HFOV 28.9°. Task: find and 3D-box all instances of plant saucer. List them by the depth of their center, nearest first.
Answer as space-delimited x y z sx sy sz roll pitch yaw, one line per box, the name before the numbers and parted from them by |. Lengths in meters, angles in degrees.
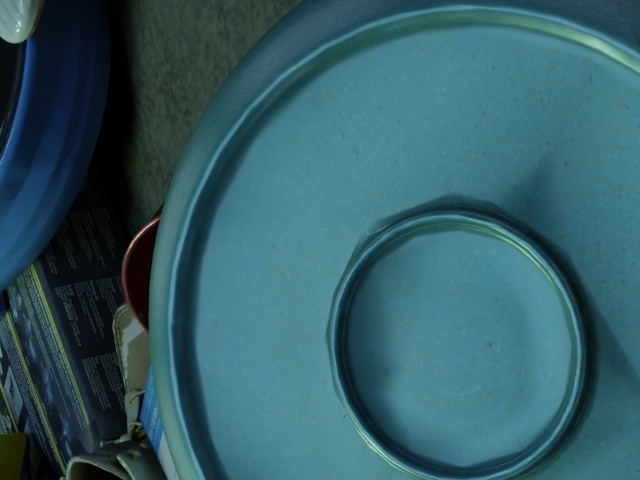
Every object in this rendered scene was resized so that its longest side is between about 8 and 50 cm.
plant saucer | 0.056 0.038 0.465 0.317 0.043 0.318 1 92 29

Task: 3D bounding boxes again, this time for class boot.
boot | -0.124 0.136 0.873 0.077 0.165 0.213 -26 79 22

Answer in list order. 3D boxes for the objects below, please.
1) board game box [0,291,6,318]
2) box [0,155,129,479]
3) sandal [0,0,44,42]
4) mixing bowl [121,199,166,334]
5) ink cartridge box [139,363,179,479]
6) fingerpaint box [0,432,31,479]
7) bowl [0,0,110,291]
board game box | -0.320 0.036 1.158 0.090 0.020 0.090 -37 64 58
box | -0.257 0.085 1.179 0.395 0.097 0.318 64 150 27
sandal | -0.195 -0.280 0.943 0.102 0.076 0.265 29 110 46
mixing bowl | 0.000 0.000 0.632 0.181 0.181 0.098 119 167 -50
ink cartridge box | -0.030 0.151 0.773 0.181 0.104 0.061 58 145 35
fingerpaint box | -0.321 0.449 1.039 0.371 0.163 0.445 -104 13 -65
bowl | -0.345 -0.135 1.099 0.391 0.077 0.391 -8 77 37
